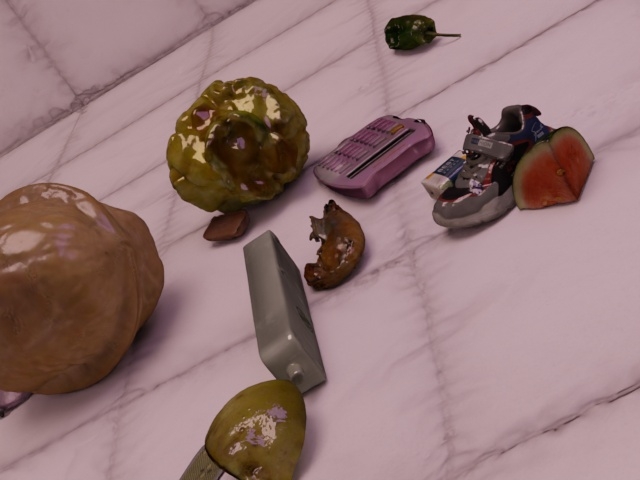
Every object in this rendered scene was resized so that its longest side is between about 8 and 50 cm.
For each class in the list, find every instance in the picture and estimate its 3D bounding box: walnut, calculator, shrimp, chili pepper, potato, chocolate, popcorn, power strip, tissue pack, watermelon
[{"bbox_3d":[-0.453,0.080,1.910,0.381,0.381,0.381,-28,24,14],"label":"walnut"},{"bbox_3d":[0.089,-0.147,1.982,0.194,0.043,0.294,-38,20,-6],"label":"calculator"},{"bbox_3d":[0.002,-0.009,1.798,0.117,0.066,0.262,-34,22,2],"label":"shrimp"},{"bbox_3d":[0.189,-0.425,2.324,0.073,0.072,0.204,-30,17,-22],"label":"chili pepper"},{"bbox_3d":[-0.072,0.227,1.385,0.120,0.081,0.149,-60,26,0],"label":"potato"},{"bbox_3d":[-0.168,-0.020,2.081,0.100,0.031,0.064,-14,38,39],"label":"chocolate"},{"bbox_3d":[-0.147,-0.168,2.100,0.270,0.224,0.258,-3,41,28],"label":"popcorn"},{"bbox_3d":[-0.056,0.101,1.632,0.062,0.091,0.385,-33,24,7],"label":"power strip"},{"bbox_3d":[0.202,-0.096,1.727,0.083,0.042,0.062,-40,26,-12],"label":"tissue pack"},{"bbox_3d":[0.312,-0.091,1.525,0.125,0.135,0.094,-29,60,6],"label":"watermelon"}]

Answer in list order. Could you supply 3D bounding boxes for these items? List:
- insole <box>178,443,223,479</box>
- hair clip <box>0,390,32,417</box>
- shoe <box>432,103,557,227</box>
[{"bbox_3d":[-0.194,0.361,1.425,0.109,0.007,0.322,-11,34,42],"label":"insole"},{"bbox_3d":[-0.511,0.180,2.109,0.096,0.110,0.359,111,-179,-45],"label":"hair clip"},{"bbox_3d":[0.239,-0.115,1.614,0.227,0.125,0.099,-38,26,-11],"label":"shoe"}]
